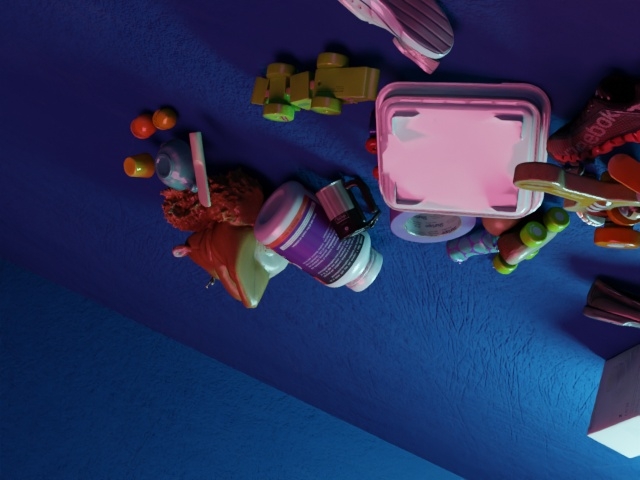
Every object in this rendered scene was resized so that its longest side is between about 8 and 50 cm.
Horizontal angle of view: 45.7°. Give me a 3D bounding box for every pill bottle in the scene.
[{"bbox_3d":[0.000,0.000,1.958,0.323,0.182,0.181,35,150,-22],"label":"pill bottle"}]

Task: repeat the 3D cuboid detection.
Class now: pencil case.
[{"bbox_3d":[0.371,0.010,1.801,0.151,0.064,0.070,-17,112,52],"label":"pencil case"}]

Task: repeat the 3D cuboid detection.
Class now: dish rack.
[{"bbox_3d":[0.267,-0.161,1.476,0.332,0.072,0.286,5,125,16],"label":"dish rack"}]

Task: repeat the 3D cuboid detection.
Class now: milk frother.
[{"bbox_3d":[0.075,-0.080,1.883,0.135,0.129,0.143,63,-178,6],"label":"milk frother"}]

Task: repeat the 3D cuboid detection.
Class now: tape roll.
[{"bbox_3d":[0.248,-0.070,1.691,0.188,0.080,0.189,-1,155,0],"label":"tape roll"}]

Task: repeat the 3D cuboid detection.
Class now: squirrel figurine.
[{"bbox_3d":[-0.267,-0.029,2.133,0.370,0.281,0.397,6,131,51],"label":"squirrel figurine"}]

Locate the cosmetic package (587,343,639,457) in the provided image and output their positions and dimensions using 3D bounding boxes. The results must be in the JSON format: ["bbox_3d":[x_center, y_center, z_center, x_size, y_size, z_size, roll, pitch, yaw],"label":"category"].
[{"bbox_3d":[0.798,0.390,1.883,0.138,0.224,0.225,27,150,0],"label":"cosmetic package"}]

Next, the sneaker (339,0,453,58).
[{"bbox_3d":[0.122,-0.413,1.342,0.258,0.094,0.091,38,167,-10],"label":"sneaker"}]

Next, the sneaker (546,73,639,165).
[{"bbox_3d":[0.493,-0.216,1.321,0.135,0.098,0.276,49,151,-16],"label":"sneaker"}]

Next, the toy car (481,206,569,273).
[{"bbox_3d":[0.411,-0.051,1.654,0.188,0.149,0.155,53,150,14],"label":"toy car"}]

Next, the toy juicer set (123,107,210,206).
[{"bbox_3d":[-0.370,-0.230,1.960,0.329,0.089,0.209,21,110,34],"label":"toy juicer set"}]

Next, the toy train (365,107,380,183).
[{"bbox_3d":[0.188,-0.177,1.642,0.143,0.105,0.248,0,144,16],"label":"toy train"}]

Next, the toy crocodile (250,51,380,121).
[{"bbox_3d":[-0.018,-0.311,1.576,0.340,0.115,0.105,1,175,38],"label":"toy crocodile"}]

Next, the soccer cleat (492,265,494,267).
[{"bbox_3d":[0.445,0.052,1.845,0.035,0.029,0.083,22,155,2],"label":"soccer cleat"}]

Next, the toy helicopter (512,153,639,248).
[{"bbox_3d":[0.496,-0.080,1.323,0.355,0.140,0.235,11,174,-25],"label":"toy helicopter"}]

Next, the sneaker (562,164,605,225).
[{"bbox_3d":[0.540,-0.089,1.518,0.064,0.061,0.158,-20,127,45],"label":"sneaker"}]

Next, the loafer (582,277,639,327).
[{"bbox_3d":[0.751,0.160,1.701,0.302,0.095,0.109,12,-179,20],"label":"loafer"}]

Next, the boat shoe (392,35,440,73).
[{"bbox_3d":[0.181,-0.356,1.425,0.100,0.035,0.035,38,122,-10],"label":"boat shoe"}]
